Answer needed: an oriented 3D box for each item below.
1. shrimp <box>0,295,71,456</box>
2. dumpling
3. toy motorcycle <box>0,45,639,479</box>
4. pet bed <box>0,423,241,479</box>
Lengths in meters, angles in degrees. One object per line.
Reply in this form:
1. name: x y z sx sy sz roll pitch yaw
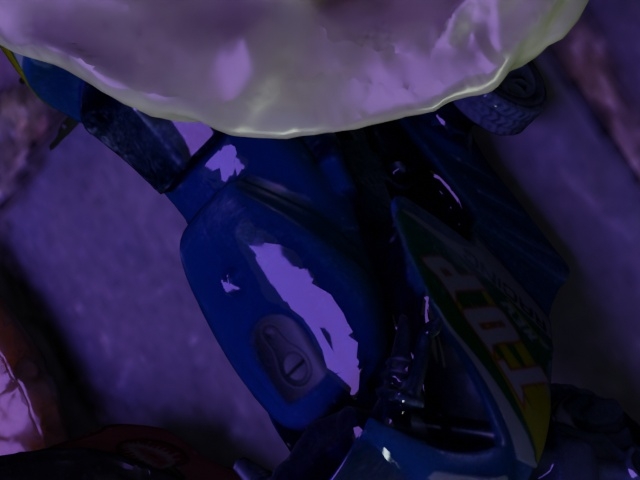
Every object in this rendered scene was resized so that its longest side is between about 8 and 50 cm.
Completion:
1. shrimp: -0.162 0.138 0.696 0.178 0.075 0.289 35 107 21
2. dumpling: -0.032 -0.131 0.444 0.258 0.193 0.147 62 168 21
3. toy motorcycle: 0.000 0.000 0.492 0.092 0.135 0.254 -44 76 35
4. pet bed: -0.075 0.158 0.611 0.201 0.053 0.201 2 99 15
